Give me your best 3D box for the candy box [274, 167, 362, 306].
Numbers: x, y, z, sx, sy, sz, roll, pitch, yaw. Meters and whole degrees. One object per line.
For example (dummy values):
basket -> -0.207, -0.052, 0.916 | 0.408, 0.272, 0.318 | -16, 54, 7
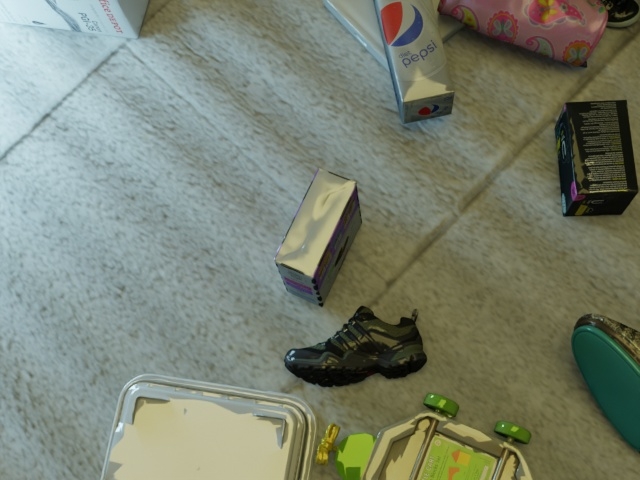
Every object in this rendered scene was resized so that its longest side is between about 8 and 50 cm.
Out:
candy box -> 0.000, 0.000, 1.656 | 0.070, 0.196, 0.165 | 23, 76, 11

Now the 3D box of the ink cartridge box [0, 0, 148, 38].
ink cartridge box -> -0.460, -0.462, 1.821 | 0.283, 0.207, 0.117 | 8, 75, 7

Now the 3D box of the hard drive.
hard drive -> 0.186, -0.454, 1.861 | 0.307, 0.040, 0.203 | -40, 75, -8

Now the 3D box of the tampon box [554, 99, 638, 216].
tampon box -> 0.447, -0.132, 1.704 | 0.101, 0.120, 0.161 | -2, 73, 3

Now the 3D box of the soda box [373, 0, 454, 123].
soda box -> 0.150, -0.350, 1.762 | 0.091, 0.098, 0.286 | -12, 74, 1

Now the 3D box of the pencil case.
pencil case -> 0.344, -0.393, 1.773 | 0.284, 0.124, 0.124 | 18, 75, -4

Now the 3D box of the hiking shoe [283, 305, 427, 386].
hiking shoe -> 0.053, 0.166, 1.674 | 0.226, 0.086, 0.114 | -4, 60, -3

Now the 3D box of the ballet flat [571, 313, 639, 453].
ballet flat -> 0.558, 0.304, 1.567 | 0.182, 0.164, 0.483 | -23, 78, -26

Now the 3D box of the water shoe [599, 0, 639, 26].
water shoe -> 0.470, -0.446, 1.818 | 0.203, 0.080, 0.073 | 37, 80, 13

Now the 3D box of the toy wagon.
toy wagon -> 0.160, 0.374, 1.602 | 0.344, 0.068, 0.267 | 21, 76, 10

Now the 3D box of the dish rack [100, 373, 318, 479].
dish rack -> -0.184, 0.360, 1.630 | 0.332, 0.072, 0.286 | 8, 75, 7
